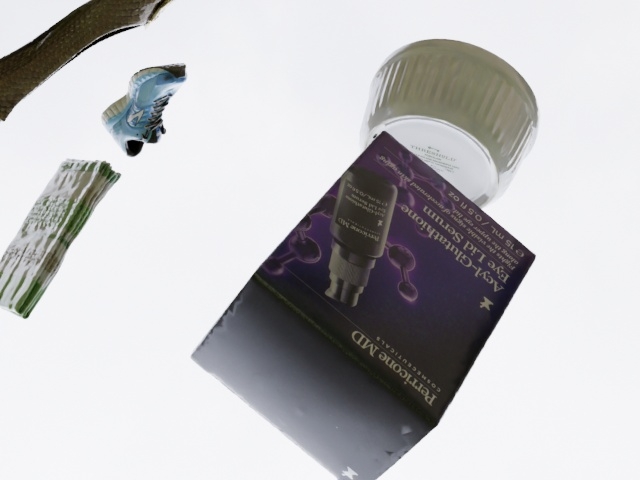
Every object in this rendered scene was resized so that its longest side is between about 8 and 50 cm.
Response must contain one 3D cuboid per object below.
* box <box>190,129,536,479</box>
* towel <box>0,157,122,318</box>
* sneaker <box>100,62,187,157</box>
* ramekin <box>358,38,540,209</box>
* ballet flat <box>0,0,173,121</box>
[{"bbox_3d":[0.035,0.045,0.789,0.153,0.108,0.207,39,-137,0],"label":"box"},{"bbox_3d":[-0.239,-0.004,0.990,0.023,0.113,0.152,36,-105,-30],"label":"towel"},{"bbox_3d":[-0.197,-0.153,1.330,0.063,0.162,0.073,-16,-105,-40],"label":"sneaker"},{"bbox_3d":[0.143,-0.122,1.311,0.207,0.207,0.109,29,-126,-6],"label":"ramekin"},{"bbox_3d":[-0.223,-0.167,1.002,0.250,0.084,0.058,-33,-85,-12],"label":"ballet flat"}]
